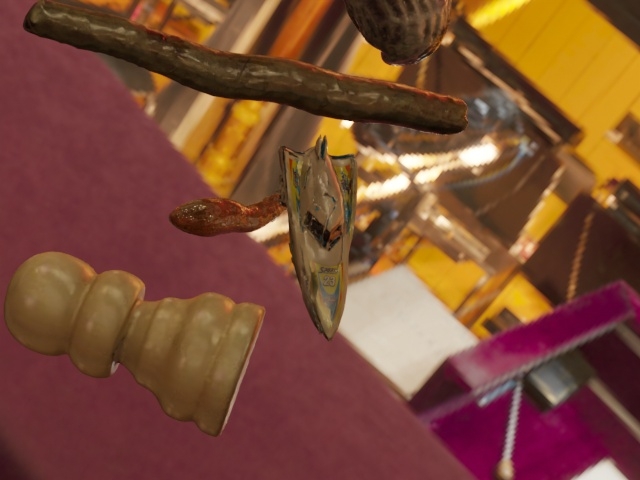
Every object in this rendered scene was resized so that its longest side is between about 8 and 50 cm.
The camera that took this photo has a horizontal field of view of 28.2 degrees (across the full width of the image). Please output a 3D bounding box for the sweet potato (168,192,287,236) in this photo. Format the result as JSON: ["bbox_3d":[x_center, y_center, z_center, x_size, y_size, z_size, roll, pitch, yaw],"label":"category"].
[{"bbox_3d":[-0.098,-0.035,1.592,0.214,0.050,0.050,-9,53,-47],"label":"sweet potato"}]

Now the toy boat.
[{"bbox_3d":[0.000,0.000,1.264,0.084,0.066,0.210,6,66,-26],"label":"toy boat"}]

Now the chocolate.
[{"bbox_3d":[0.056,-0.279,1.272,0.248,0.110,0.110,54,15,-38],"label":"chocolate"}]

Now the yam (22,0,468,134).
[{"bbox_3d":[-0.028,-0.078,0.608,0.234,0.027,0.029,10,23,-30],"label":"yam"}]

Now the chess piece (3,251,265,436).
[{"bbox_3d":[-0.230,0.109,1.524,0.299,0.167,0.167,20,31,1],"label":"chess piece"}]
